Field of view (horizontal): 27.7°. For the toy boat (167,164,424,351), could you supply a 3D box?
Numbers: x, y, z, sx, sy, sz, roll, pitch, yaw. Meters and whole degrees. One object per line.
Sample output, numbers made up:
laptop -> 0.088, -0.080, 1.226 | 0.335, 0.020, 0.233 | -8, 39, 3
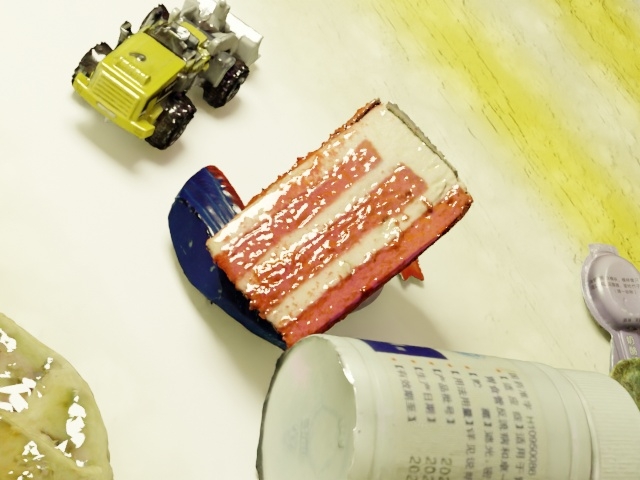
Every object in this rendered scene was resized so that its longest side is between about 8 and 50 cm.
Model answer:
toy boat -> -0.018, 0.035, 1.364 | 0.318, 0.072, 0.219 | 22, 41, -29

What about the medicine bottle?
medicine bottle -> 0.127, 0.198, 1.208 | 0.332, 0.190, 0.190 | 10, 49, -26

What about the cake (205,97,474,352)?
cake -> 0.000, 0.000, 1.320 | 0.262, 0.159, 0.158 | -38, 85, -24

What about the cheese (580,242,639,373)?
cheese -> 0.360, 0.089, 1.559 | 0.105, 0.042, 0.191 | 5, 61, -29

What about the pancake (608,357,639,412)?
pancake -> 0.370, 0.190, 1.482 | 0.116, 0.022, 0.129 | 49, 49, 2

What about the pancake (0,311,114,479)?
pancake -> -0.337, 0.162, 0.988 | 0.387, 0.082, 0.387 | 15, 38, -12

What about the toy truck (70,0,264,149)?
toy truck -> -0.156, -0.203, 1.432 | 0.136, 0.111, 0.286 | 37, 40, 3
